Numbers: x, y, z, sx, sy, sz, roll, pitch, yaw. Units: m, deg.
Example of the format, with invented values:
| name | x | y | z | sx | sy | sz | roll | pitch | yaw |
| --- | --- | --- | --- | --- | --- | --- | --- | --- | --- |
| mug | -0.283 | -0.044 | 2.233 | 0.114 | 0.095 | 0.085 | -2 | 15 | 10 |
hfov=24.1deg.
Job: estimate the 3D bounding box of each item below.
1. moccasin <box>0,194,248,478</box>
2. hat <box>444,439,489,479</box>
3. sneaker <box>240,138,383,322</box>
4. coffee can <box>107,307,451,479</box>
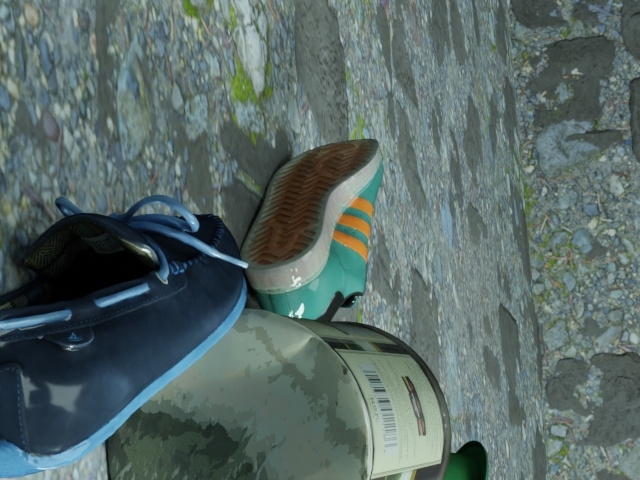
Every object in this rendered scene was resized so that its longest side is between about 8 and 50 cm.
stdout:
| name | x | y | z | sx | sy | sz | roll | pitch | yaw |
| --- | --- | --- | --- | --- | --- | --- | --- | --- | --- |
| moccasin | -0.134 | 0.032 | 0.987 | 0.342 | 0.138 | 0.117 | -57 | 133 | -68 |
| hat | 0.093 | 0.295 | 1.866 | 0.208 | 0.183 | 0.173 | -52 | -162 | 49 |
| sneaker | 0.000 | 0.000 | 1.544 | 0.302 | 0.108 | 0.121 | -59 | 140 | -54 |
| coffee can | -0.022 | 0.159 | 1.195 | 0.275 | 0.201 | 0.201 | 18 | 65 | -72 |
